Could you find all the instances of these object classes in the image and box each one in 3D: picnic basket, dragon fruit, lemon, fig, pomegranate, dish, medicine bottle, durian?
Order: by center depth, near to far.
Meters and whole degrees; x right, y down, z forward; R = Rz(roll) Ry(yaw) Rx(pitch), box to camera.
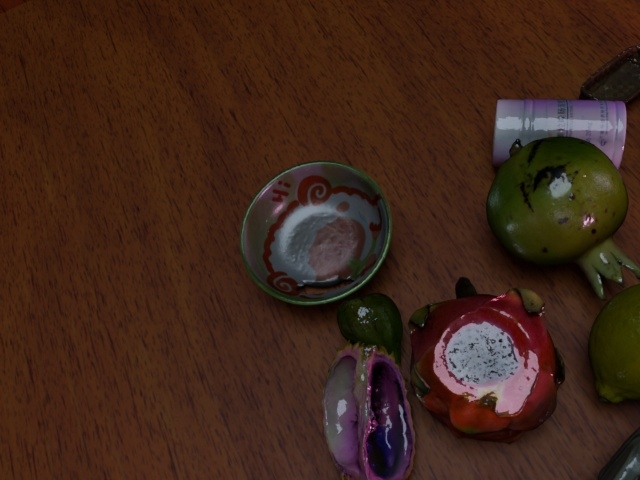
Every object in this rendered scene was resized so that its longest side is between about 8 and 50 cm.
[{"bbox_3d":[0.559,0.176,1.108,0.248,0.184,0.184,-47,62,-5],"label":"lemon"},{"bbox_3d":[0.286,0.211,1.143,0.290,0.189,0.291,-5,59,9],"label":"dragon fruit"},{"bbox_3d":[0.075,0.319,1.168,0.186,0.153,0.261,-2,67,38],"label":"durian"},{"bbox_3d":[0.467,-0.045,1.229,0.260,0.260,0.341,-31,66,-6],"label":"pomegranate"},{"bbox_3d":[0.103,0.181,1.251,0.123,0.123,0.156,-17,87,2],"label":"fig"},{"bbox_3d":[0.498,-0.223,1.367,0.253,0.152,0.152,4,62,14],"label":"medicine bottle"},{"bbox_3d":[0.000,0.000,1.372,0.324,0.124,0.324,-5,67,12],"label":"dish"},{"bbox_3d":[0.684,-0.358,1.460,0.193,0.055,0.110,-37,59,-9],"label":"picnic basket"}]

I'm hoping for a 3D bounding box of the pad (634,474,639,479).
[{"bbox_3d":[0.610,0.433,0.864,0.286,0.018,0.284,-15,70,11],"label":"pad"}]

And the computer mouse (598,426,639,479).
[{"bbox_3d":[0.494,0.462,0.974,0.228,0.145,0.429,38,77,17],"label":"computer mouse"}]
